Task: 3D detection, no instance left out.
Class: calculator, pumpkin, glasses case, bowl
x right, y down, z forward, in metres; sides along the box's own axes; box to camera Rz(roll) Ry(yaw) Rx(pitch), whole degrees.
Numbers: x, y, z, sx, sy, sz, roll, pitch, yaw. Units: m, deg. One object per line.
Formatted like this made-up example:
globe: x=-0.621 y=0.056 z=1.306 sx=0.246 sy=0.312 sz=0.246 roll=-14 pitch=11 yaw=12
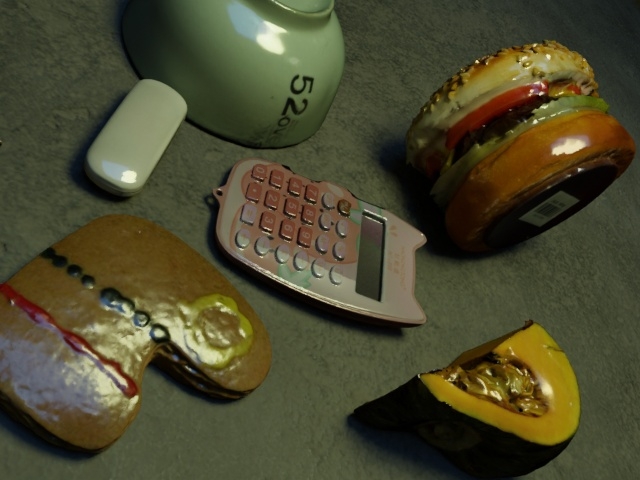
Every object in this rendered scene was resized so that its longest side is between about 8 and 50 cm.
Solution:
calculator: x=0.000 y=0.000 z=0.914 sx=0.329 sy=0.048 sz=0.220 roll=24 pitch=47 yaw=-16
pumpkin: x=0.198 y=0.181 z=0.848 sx=0.280 sy=0.139 sz=0.190 roll=30 pitch=48 yaw=-19
glasses case: x=-0.231 y=-0.135 z=0.838 sx=0.081 sy=0.051 sz=0.204 roll=30 pitch=44 yaw=-13
bowl: x=-0.098 y=-0.332 z=0.995 sx=0.353 sy=0.185 sz=0.354 roll=20 pitch=47 yaw=-24

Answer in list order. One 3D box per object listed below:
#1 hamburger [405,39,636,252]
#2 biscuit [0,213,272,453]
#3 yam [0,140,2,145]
hamburger: x=0.314 y=-0.151 z=1.073 sx=0.330 sy=0.330 sz=0.250 roll=-8 pitch=62 yaw=-41
biscuit: x=-0.193 y=0.101 z=0.680 sx=0.262 sy=0.052 sz=0.277 roll=44 pitch=43 yaw=1
yam: x=-0.441 y=-0.129 z=0.628 sx=0.238 sy=0.129 sz=0.128 roll=29 pitch=9 yaw=-17
